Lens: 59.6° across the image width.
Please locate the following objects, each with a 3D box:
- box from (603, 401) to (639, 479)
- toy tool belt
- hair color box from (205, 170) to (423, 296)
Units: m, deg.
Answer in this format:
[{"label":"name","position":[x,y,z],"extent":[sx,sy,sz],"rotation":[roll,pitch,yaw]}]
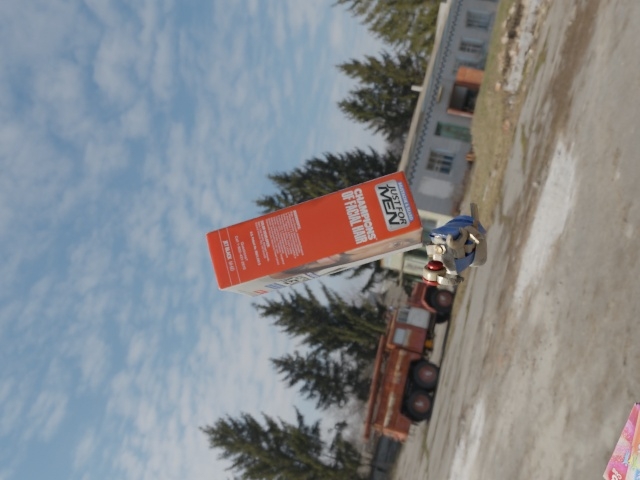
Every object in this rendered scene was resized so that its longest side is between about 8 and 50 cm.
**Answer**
[{"label":"box","position":[0.591,0.337,0.790],"extent":[0.154,0.300,0.142],"rotation":[-120,42,-66]},{"label":"toy tool belt","position":[0.114,0.000,0.480],"extent":[0.083,0.052,0.051],"rotation":[-27,-57,-45]},{"label":"hair color box","position":[0.000,0.000,0.478],"extent":[0.093,0.167,0.053],"rotation":[43,-150,-76]}]
